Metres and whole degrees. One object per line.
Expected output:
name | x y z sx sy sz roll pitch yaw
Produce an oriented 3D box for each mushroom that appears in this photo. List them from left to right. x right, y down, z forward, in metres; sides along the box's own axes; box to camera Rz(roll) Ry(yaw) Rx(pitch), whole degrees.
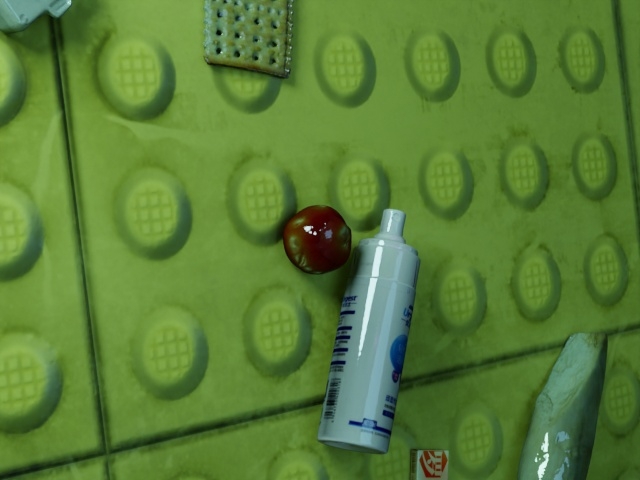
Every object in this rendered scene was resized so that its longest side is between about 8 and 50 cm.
mushroom | 0.337 0.276 2.043 0.107 0.087 0.333 32 63 -39

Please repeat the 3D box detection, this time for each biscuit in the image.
biscuit | -0.087 -0.302 1.762 0.144 0.016 0.203 3 86 -41

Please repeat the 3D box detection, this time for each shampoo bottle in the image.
shampoo bottle | 0.067 0.109 1.815 0.092 0.092 0.303 23 72 -37

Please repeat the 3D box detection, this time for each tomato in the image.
tomato | 0.000 0.000 1.777 0.087 0.075 0.087 2 87 -44

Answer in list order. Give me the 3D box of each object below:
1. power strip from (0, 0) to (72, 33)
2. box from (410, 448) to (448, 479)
power strip | -0.352 -0.346 1.517 0.118 0.046 0.270 -48 118 -29
box | 0.142 0.321 1.914 0.058 0.015 0.093 8 82 -38
